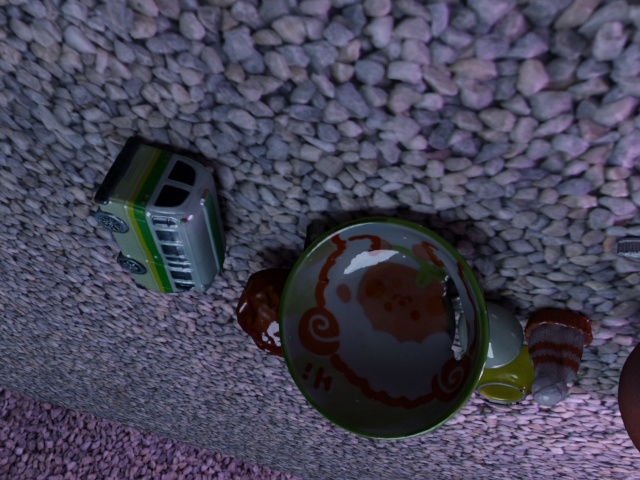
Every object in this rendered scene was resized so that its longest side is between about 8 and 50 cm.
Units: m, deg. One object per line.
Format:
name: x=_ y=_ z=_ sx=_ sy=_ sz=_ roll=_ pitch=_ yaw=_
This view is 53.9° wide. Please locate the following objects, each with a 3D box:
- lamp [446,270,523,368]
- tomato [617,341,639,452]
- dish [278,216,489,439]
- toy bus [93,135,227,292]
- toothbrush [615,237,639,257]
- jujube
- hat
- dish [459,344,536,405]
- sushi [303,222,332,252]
lamp: x=0.259 y=0.130 z=1.028 sx=0.106 sy=0.106 sz=0.193 roll=-11 pitch=129 yaw=40
tomato: x=0.547 y=0.220 z=0.864 sx=0.256 sy=0.255 sz=0.224 roll=-15 pitch=128 yaw=43
dish: x=0.106 y=0.127 z=0.961 sx=0.324 sy=0.324 sz=0.124 roll=2 pitch=179 yaw=26
toy bus: x=-0.242 y=-0.019 z=1.014 sx=0.165 sy=0.133 sz=0.276 roll=14 pitch=149 yaw=8
toothbrush: x=0.516 y=0.010 z=0.764 sx=0.287 sy=0.025 sz=0.020 roll=0 pitch=145 yaw=27
jujube: x=-0.022 y=0.137 z=1.113 sx=0.251 sy=0.174 sz=0.174 roll=24 pitch=149 yaw=-6
hat: x=0.370 y=0.193 z=1.002 sx=0.094 sy=0.162 sz=0.112 roll=39 pitch=140 yaw=-26
dish: x=0.346 y=0.263 z=1.206 sx=0.149 sy=0.080 sz=0.208 roll=29 pitch=146 yaw=-16
sushi: x=0.000 y=0.000 z=1.022 sx=0.046 sy=0.044 sz=0.083 roll=0 pitch=153 yaw=-11
